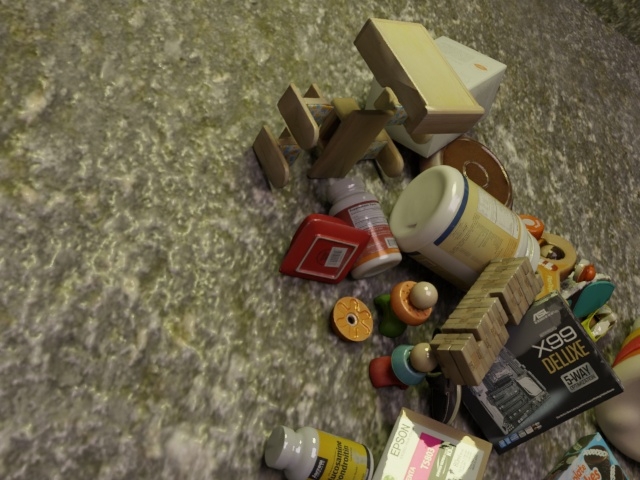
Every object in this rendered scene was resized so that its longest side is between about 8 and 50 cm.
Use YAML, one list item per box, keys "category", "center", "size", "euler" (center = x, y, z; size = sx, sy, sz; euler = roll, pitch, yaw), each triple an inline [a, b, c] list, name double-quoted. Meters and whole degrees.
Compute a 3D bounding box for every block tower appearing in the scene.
- category: "block tower"
  center: [0.348, 0.154, 1.395]
  size: [0.335, 0.091, 0.097]
  euler: [-42, 112, -39]

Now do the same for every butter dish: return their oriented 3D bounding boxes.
- category: "butter dish"
  center: [0.000, 0.000, 1.441]
  size: [0.160, 0.160, 0.118]
  euler: [14, 34, -28]

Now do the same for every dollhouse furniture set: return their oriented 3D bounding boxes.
- category: "dollhouse furniture set"
  center: [0.122, -0.240, 1.467]
  size: [0.362, 0.394, 0.256]
  euler: [-8, 60, -38]

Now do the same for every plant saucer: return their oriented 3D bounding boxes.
- category: "plant saucer"
  center: [0.405, -0.166, 1.798]
  size: [0.311, 0.050, 0.310]
  euler: [15, 56, -23]

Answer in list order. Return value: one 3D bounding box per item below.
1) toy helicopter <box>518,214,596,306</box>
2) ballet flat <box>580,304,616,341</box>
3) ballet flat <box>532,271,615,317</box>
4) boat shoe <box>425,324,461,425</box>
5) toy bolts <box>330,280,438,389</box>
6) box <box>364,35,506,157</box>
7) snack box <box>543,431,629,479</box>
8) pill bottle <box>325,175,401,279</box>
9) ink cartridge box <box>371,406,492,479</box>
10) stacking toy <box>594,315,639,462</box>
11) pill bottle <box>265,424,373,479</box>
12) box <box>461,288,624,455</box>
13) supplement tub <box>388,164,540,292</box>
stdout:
- category: "toy helicopter"
  center: [0.580, 0.089, 1.670]
  size: [0.235, 0.140, 0.355]
  euler: [13, 35, 6]
- category: "ballet flat"
  center: [0.781, 0.232, 1.874]
  size: [0.231, 0.077, 0.077]
  euler: [-27, 81, -41]
- category: "ballet flat"
  center: [0.637, 0.142, 1.799]
  size: [0.409, 0.147, 0.146]
  euler: [-11, 72, -39]
- category: "boat shoe"
  center: [0.258, 0.287, 1.444]
  size: [0.074, 0.080, 0.223]
  euler: [6, 93, -28]
- category: "toy bolts"
  center: [0.155, 0.192, 1.410]
  size: [0.218, 0.158, 0.228]
  euler: [5, 62, -33]
- category: "box"
  center: [0.307, -0.392, 1.791]
  size: [0.215, 0.168, 0.345]
  euler: [34, 44, 23]
- category: "snack box"
  center: [0.606, 0.608, 1.551]
  size: [0.322, 0.060, 0.187]
  euler: [-25, 80, -41]
- category: "pill bottle"
  center: [0.090, -0.030, 1.518]
  size: [0.121, 0.121, 0.216]
  euler: [-9, 70, -38]
- category: "ink cartridge box"
  center: [0.200, 0.460, 1.275]
  size: [0.193, 0.088, 0.234]
  euler: [20, 45, 14]
- category: "stacking toy"
  center: [0.930, 0.345, 1.815]
  size: [0.350, 0.351, 0.480]
  euler: [47, 31, -3]
- category: "pill bottle"
  center: [-0.003, 0.399, 1.220]
  size: [0.184, 0.103, 0.103]
  euler: [24, 53, -21]
- category: "box"
  center: [0.455, 0.288, 1.470]
  size: [0.242, 0.307, 0.076]
  euler: [57, 19, 5]
- category: "supplement tub"
  center: [0.345, -0.010, 1.600]
  size: [0.316, 0.228, 0.228]
  euler: [32, 51, -24]
